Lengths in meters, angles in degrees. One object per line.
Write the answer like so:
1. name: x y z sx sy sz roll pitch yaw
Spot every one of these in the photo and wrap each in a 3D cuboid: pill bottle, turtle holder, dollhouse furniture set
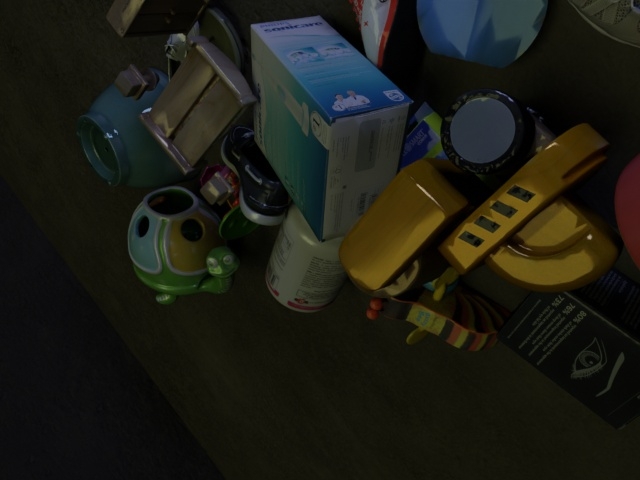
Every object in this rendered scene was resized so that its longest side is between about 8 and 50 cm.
1. pill bottle: 0.000 0.000 1.006 0.160 0.160 0.283 43 140 16
2. turtle holder: -0.338 0.015 1.278 0.320 0.244 0.227 -118 22 -49
3. dollhouse furniture set: -0.168 -0.298 0.913 0.303 0.174 0.355 -38 91 37

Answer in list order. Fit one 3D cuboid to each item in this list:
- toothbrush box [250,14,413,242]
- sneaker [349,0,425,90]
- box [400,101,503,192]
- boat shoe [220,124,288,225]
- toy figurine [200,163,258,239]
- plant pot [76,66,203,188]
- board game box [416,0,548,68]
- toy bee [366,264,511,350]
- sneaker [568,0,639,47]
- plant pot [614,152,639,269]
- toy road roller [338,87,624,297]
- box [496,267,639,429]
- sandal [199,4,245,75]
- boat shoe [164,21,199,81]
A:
1. toothbrush box: -0.002 -0.179 0.812 0.216 0.126 0.295 94 152 -43
2. sneaker: 0.073 -0.352 0.745 0.145 0.090 0.270 37 144 38
3. box: 0.186 -0.114 0.827 0.178 0.042 0.109 49 141 7
4. boat shoe: -0.115 -0.152 1.003 0.302 0.114 0.091 61 139 44
5. toy figurine: -0.201 -0.117 1.188 0.159 0.130 0.173 51 120 21
6. plant pot: -0.452 -0.245 1.273 0.293 0.196 0.293 25 132 31
7. board game box: 0.206 -0.300 0.675 0.169 0.033 0.133 25 128 28
8. toy bee: 0.162 0.109 0.917 0.298 0.162 0.195 18 130 38
9. sneaker: 0.280 -0.275 0.532 0.281 0.115 0.105 36 125 13
10. plant pot: 0.430 -0.052 0.464 0.275 0.275 0.243 52 152 5
11. toy road roller: 0.210 -0.011 0.662 0.329 0.203 0.240 -48 70 27
12. box: 0.385 0.132 0.742 0.207 0.108 0.153 39 138 19
13. sandal: -0.233 -0.318 1.074 0.120 0.086 0.302 38 132 19
14. boat shoe: -0.295 -0.395 1.108 0.066 0.063 0.184 40 139 19
